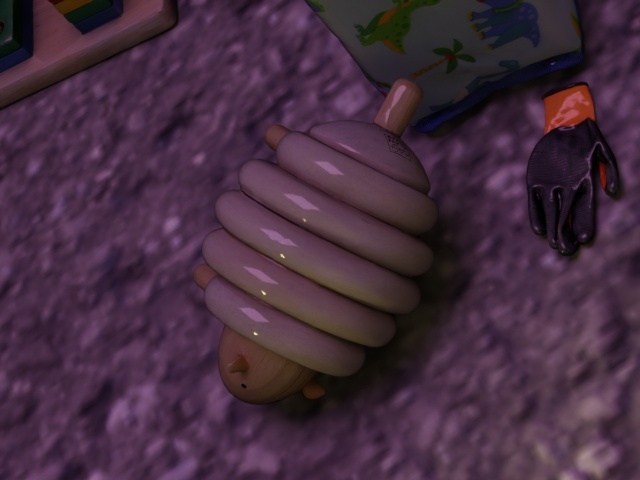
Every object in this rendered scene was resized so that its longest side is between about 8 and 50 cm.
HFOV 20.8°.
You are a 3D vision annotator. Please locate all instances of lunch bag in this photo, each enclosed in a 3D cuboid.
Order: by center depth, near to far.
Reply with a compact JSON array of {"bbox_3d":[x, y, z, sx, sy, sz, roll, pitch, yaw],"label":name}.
[{"bbox_3d":[0.034,-0.142,0.670,0.096,0.129,0.151,-24,49,17],"label":"lunch bag"}]

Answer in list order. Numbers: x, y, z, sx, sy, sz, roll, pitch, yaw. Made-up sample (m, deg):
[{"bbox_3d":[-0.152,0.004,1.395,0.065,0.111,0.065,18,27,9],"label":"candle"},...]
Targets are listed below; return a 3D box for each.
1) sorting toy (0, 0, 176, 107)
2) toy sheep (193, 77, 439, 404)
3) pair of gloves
[{"bbox_3d":[-0.147,-0.135,0.840,0.274,0.046,0.132,-22,52,21],"label":"sorting toy"},{"bbox_3d":[0.000,0.000,0.633,0.091,0.091,0.132,29,98,41],"label":"toy sheep"},{"bbox_3d":[0.113,-0.032,0.629,0.083,0.010,0.074,-14,55,27],"label":"pair of gloves"}]
